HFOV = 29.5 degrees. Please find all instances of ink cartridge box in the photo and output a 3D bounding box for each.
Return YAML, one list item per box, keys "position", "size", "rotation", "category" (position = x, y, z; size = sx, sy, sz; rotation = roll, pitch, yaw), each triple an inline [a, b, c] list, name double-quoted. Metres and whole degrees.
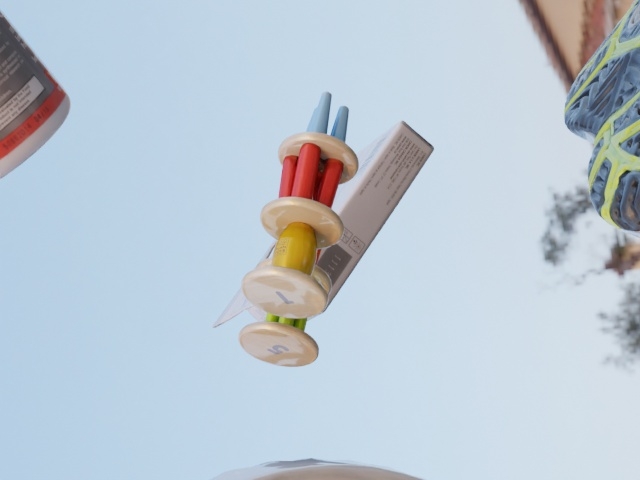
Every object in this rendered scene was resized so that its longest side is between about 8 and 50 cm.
- position: [0.000, 0.000, 1.497]
  size: [0.060, 0.239, 0.275]
  rotation: [40, -119, -9]
  category: "ink cartridge box"

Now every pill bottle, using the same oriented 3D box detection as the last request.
- position: [-0.500, -0.250, 1.522]
  size: [0.363, 0.210, 0.210]
  rotation: [54, -144, -24]
  category: "pill bottle"

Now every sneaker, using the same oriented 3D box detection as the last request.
- position: [0.271, -0.085, 0.857]
  size: [0.147, 0.145, 0.384]
  rotation: [29, -147, -6]
  category: "sneaker"

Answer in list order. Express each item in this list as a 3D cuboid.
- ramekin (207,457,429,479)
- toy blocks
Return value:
- position: [0.003, 0.201, 0.421]
  size: [0.273, 0.127, 0.273]
  rotation: [14, -132, -16]
  category: "ramekin"
- position: [-0.010, -0.009, 0.782]
  size: [0.123, 0.054, 0.148]
  rotation: [99, -177, -58]
  category: "toy blocks"
